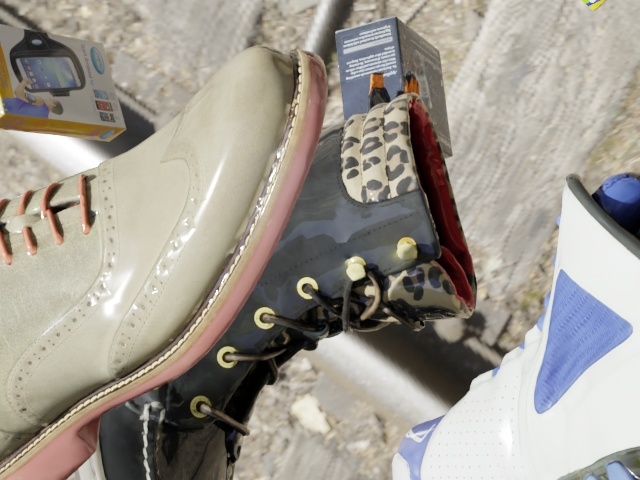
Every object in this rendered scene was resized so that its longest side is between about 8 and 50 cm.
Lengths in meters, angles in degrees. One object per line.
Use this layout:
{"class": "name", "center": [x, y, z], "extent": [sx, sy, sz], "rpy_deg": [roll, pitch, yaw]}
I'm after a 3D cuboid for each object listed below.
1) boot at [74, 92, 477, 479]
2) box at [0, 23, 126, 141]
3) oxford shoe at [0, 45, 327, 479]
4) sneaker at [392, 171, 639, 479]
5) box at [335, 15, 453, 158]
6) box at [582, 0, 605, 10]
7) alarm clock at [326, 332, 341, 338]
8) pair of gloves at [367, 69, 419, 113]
{"class": "boot", "center": [-0.030, 0.072, 0.948], "extent": [0.284, 0.138, 0.377], "rpy_deg": [-17, 55, 17]}
{"class": "box", "center": [-0.209, -0.123, 1.017], "extent": [0.028, 0.136, 0.081], "rpy_deg": [-30, 70, 38]}
{"class": "oxford shoe", "center": [-0.132, 0.017, 0.694], "extent": [0.130, 0.123, 0.348], "rpy_deg": [30, 117, -25]}
{"class": "sneaker", "center": [0.153, 0.062, 0.646], "extent": [0.315, 0.127, 0.182], "rpy_deg": [156, 118, -66]}
{"class": "box", "center": [0.099, -0.191, 1.699], "extent": [0.093, 0.156, 0.158], "rpy_deg": [-11, 76, 25]}
{"class": "box", "center": [0.139, -0.161, 0.477], "extent": [0.054, 0.059, 0.169], "rpy_deg": [42, 148, -1]}
{"class": "alarm clock", "center": [0.000, 0.000, 1.113], "extent": [0.129, 0.064, 0.192], "rpy_deg": [-4, 58, 1]}
{"class": "pair of gloves", "center": [0.085, -0.158, 1.485], "extent": [0.010, 0.083, 0.074], "rpy_deg": [13, 107, 46]}
